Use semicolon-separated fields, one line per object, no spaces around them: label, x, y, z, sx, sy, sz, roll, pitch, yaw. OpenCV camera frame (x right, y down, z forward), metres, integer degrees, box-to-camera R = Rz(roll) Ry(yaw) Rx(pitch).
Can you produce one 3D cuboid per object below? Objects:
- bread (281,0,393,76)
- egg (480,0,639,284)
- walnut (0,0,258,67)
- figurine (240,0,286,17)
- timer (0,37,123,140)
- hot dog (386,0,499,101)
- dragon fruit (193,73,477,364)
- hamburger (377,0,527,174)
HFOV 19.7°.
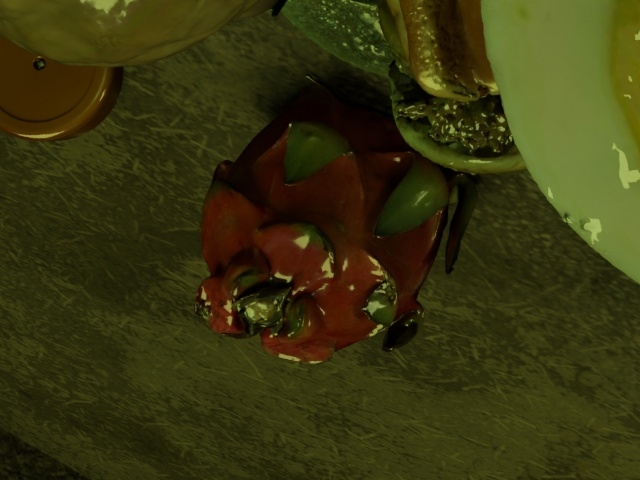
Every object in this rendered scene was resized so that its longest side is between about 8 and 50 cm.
bread;0.045;-0.156;1.409;0.193;0.036;0.112;19;157;17
egg;0.267;-0.123;1.037;0.337;0.201;0.337;17;122;29
walnut;-0.135;-0.251;1.115;0.285;0.285;0.296;-1;107;46
figurine;-0.035;-0.210;1.302;0.178;0.114;0.144;-7;143;38
timer;-0.224;-0.142;1.638;0.132;0.132;0.152;20;178;13
hot dog;0.074;-0.207;1.115;0.102;0.076;0.249;-12;100;17
dragon fruit;0.003;-0.003;1.550;0.224;0.227;0.224;15;159;6
hamburger;0.127;-0.129;1.252;0.159;0.185;0.131;-119;9;-45
